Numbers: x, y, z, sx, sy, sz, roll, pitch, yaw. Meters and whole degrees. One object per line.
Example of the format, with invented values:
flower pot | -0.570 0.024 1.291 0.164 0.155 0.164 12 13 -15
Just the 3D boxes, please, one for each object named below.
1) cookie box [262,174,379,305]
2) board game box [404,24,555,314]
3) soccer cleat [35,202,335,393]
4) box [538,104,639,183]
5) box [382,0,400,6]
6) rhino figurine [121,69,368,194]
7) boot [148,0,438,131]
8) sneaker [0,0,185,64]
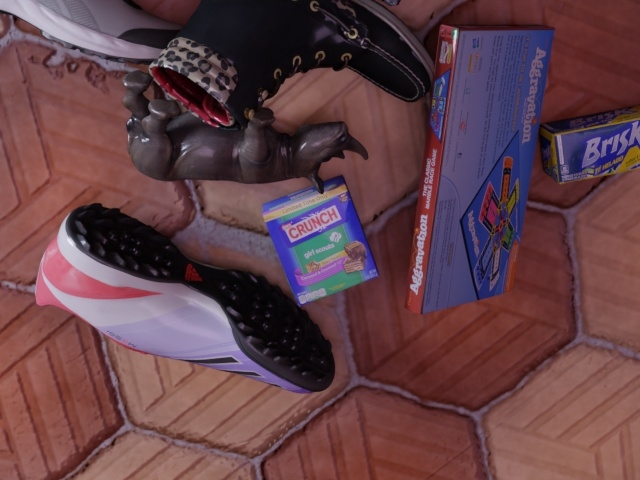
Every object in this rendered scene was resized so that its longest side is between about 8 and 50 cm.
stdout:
cookie box | 0.000 0.000 1.119 0.092 0.040 0.107 -21 109 2
board game box | 0.157 -0.072 1.081 0.145 0.027 0.281 -9 113 -39
soccer cleat | -0.134 0.081 1.111 0.318 0.108 0.116 29 124 -16
box | 0.312 -0.104 1.109 0.169 0.059 0.054 -12 107 -3
box | 0.095 -0.342 0.880 0.073 0.295 0.293 30 102 -13
rhino figurine | -0.073 -0.097 1.057 0.243 0.073 0.106 5 137 -9
boot | -0.023 -0.157 0.999 0.236 0.085 0.178 35 67 -10
sneaker | -0.232 -0.235 0.986 0.272 0.100 0.108 22 99 -13
